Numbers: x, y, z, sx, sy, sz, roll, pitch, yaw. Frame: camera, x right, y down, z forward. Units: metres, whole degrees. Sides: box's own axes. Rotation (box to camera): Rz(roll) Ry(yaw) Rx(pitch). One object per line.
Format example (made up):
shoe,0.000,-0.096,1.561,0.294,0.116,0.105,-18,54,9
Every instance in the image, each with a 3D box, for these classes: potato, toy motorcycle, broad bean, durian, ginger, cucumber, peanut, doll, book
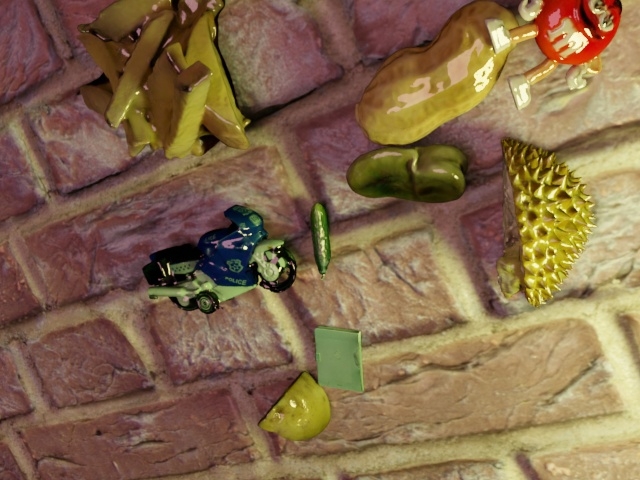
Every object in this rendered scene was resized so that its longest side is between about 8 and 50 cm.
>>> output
potato,-0.036,0.357,1.586,0.120,0.149,0.081,42,127,4
toy motorcycle,-0.208,0.039,1.573,0.331,0.125,0.196,-14,100,27
broad bean,0.153,-0.111,1.325,0.206,0.072,0.153,0,147,25
durian,0.347,-0.010,1.258,0.166,0.172,0.306,13,125,49
ginger,-0.325,-0.319,1.443,0.413,0.211,0.358,9,111,24
cucumber,0.000,0.000,1.497,0.037,0.037,0.155,3,107,26
peanut,0.187,-0.264,1.246,0.305,0.147,0.147,-28,94,31
doll,0.364,-0.309,1.142,0.217,0.085,0.183,-30,118,3
book,0.036,0.242,1.580,0.103,0.017,0.135,4,111,23
